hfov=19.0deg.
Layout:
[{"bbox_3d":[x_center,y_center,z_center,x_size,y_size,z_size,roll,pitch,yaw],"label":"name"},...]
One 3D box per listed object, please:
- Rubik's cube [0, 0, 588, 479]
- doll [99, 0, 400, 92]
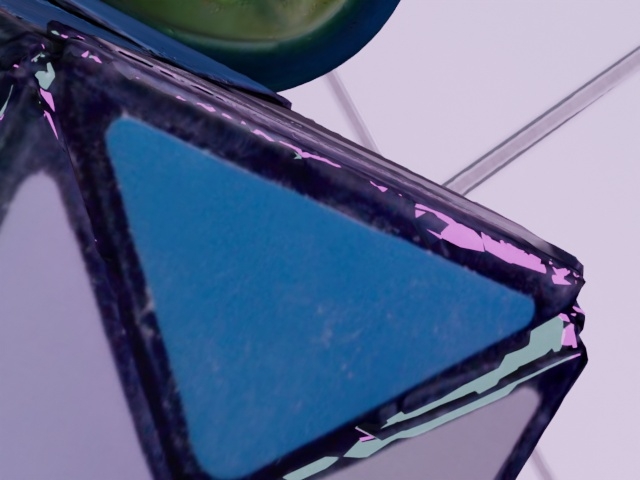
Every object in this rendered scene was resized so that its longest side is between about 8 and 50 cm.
[{"bbox_3d":[-0.121,0.053,0.812,0.305,0.307,0.310,26,96,-35],"label":"Rubik's cube"},{"bbox_3d":[-0.083,-0.173,1.028,0.322,0.186,0.198,-4,80,-5],"label":"doll"}]
